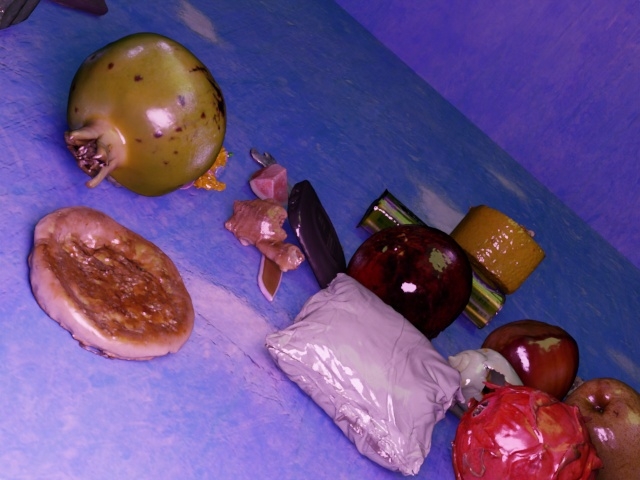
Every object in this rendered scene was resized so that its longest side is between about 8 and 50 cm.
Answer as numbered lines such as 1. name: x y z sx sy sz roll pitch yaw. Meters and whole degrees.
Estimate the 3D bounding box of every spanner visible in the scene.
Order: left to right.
1. spanner: -0.050 -0.081 2.197 0.071 0.017 0.302 7 40 -54

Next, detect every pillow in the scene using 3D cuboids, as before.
1. pillow: 0.075 0.206 1.719 0.310 0.138 0.283 43 31 8

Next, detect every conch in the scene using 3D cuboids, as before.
1. conch: 0.313 0.289 1.946 0.250 0.143 0.137 44 30 0

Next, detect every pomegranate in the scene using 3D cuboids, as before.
1. pomegranate: -0.284 -0.186 1.729 0.260 0.260 0.341 40 35 -3

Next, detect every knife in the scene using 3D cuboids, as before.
1. knife: -0.082 0.034 1.925 0.046 0.022 0.256 39 22 -17

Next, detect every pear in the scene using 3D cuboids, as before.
1. pear: 0.545 0.373 2.089 0.211 0.188 0.228 55 16 -26

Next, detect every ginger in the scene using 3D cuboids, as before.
1. ginger: -0.083 -0.016 1.901 0.165 0.096 0.067 37 -18 18

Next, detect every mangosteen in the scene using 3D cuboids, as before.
1. mangosteen: 0.164 0.106 1.977 0.235 0.235 0.261 -92 163 -61

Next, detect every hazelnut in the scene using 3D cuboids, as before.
1. hazelnut: 0.402 0.257 2.129 0.208 0.208 0.208 35 23 -17

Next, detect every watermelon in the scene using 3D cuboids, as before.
1. watermelon: -0.090 -0.102 2.105 0.092 0.072 0.085 40 39 -15

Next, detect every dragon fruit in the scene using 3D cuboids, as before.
1. dragon fruit: 0.328 0.352 1.751 0.252 0.241 0.241 24 24 -4

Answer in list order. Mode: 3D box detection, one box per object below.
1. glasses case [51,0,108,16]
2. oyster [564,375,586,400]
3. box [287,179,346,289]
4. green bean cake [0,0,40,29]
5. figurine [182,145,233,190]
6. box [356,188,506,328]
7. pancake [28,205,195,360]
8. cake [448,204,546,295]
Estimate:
1. glasses case: -0.506 -0.493 2.179 0.190 0.042 0.072 6 48 -55
2. oyster: 0.546 0.352 2.317 0.163 0.081 0.191 58 4 -49
3. box: 0.000 0.000 2.014 0.201 0.042 0.212 62 15 -18
4. green bean cake: -0.621 -0.476 1.795 0.300 0.169 0.308 40 23 1
5. figurine: -0.197 -0.134 1.947 0.115 0.095 0.156 32 25 7
6. box: 0.234 0.039 2.342 0.345 0.097 0.134 41 14 -2
7. pancake: -0.280 0.060 1.518 0.282 0.049 0.282 33 27 -19
8. cake: 0.379 0.016 2.474 0.179 0.156 0.260 45 -7 -8
